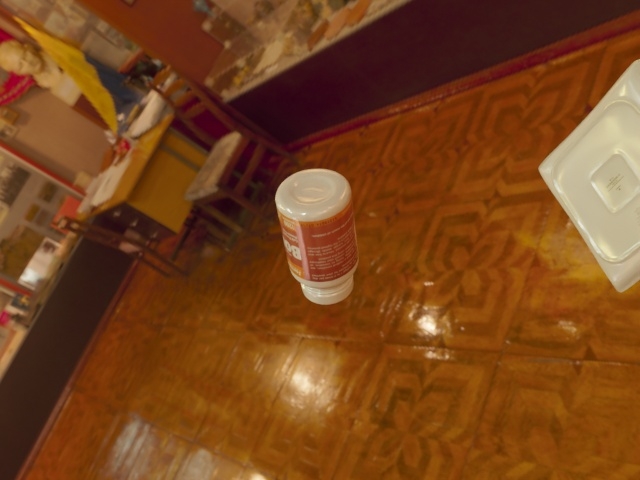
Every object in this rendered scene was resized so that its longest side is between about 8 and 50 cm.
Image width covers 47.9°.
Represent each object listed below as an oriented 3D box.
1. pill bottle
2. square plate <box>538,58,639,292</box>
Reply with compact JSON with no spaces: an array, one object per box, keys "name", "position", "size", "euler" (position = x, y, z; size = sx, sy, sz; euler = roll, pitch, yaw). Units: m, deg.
[{"name":"pill bottle","position":[0.000,0.000,1.185],"size":[0.121,0.216,0.121],"euler":[-5,41,5]},{"name":"square plate","position":[0.610,-0.120,1.450],"size":[0.344,0.049,0.347],"euler":[66,148,26]}]
